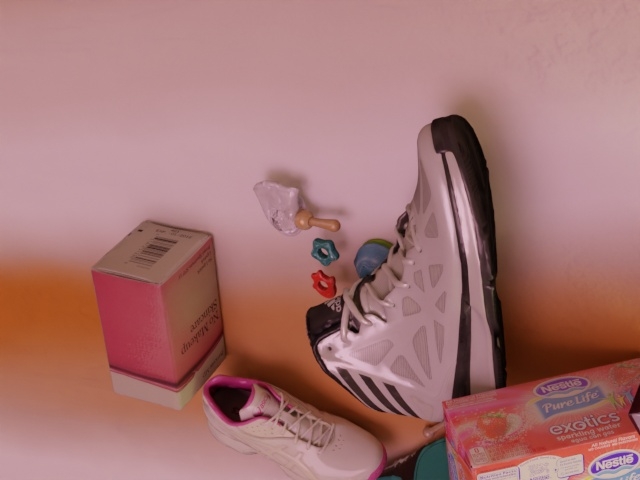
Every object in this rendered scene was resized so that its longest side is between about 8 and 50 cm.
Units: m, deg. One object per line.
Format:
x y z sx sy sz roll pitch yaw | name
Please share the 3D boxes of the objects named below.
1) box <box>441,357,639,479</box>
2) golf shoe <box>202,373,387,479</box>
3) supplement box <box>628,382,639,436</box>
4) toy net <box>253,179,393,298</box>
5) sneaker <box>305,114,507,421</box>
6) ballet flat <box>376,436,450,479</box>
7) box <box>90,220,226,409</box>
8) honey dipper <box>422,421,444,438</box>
0.314 0.262 1.441 0.300 0.142 0.154 -12 119 -5 | box
-0.050 0.285 1.759 0.306 0.115 0.140 14 153 21 | golf shoe
0.443 0.138 1.312 0.130 0.239 0.073 -20 108 38 | supplement box
0.000 0.000 1.616 0.232 0.045 0.122 41 133 3 | toy net
0.095 0.059 1.473 0.257 0.169 0.447 -3 122 10 | sneaker
0.165 0.382 1.733 0.409 0.147 0.147 -29 102 43 | ballet flat
-0.238 0.111 1.756 0.126 0.148 0.232 11 125 23 | box
0.199 0.249 1.671 0.030 0.030 0.160 45 135 -2 | honey dipper
